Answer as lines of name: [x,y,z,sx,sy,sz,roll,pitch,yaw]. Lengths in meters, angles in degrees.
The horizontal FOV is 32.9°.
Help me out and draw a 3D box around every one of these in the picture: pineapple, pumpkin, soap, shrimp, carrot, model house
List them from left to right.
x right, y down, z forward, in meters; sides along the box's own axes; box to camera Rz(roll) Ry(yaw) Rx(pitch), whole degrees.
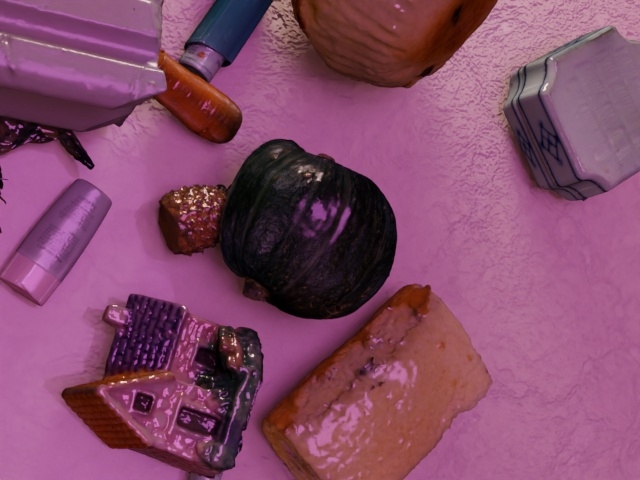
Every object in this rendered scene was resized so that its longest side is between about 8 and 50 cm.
soap: [-0.451,-0.363,1.586,0.435,0.213,0.350,8,77,-24]
shrimp: [-0.443,-0.086,1.635,0.198,0.051,0.262,5,68,-14]
model house: [-0.240,0.213,1.644,0.237,0.202,0.237,23,76,-23]
carrot: [-0.212,-0.230,1.755,0.193,0.087,0.087,35,71,-31]
pineapple: [-0.142,-0.058,1.771,0.251,0.125,0.125,-18,93,-31]
pumpkin: [0.000,0.000,1.732,0.293,0.197,0.263,38,76,-43]

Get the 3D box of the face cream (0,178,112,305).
face cream: [-0.403,0.001,1.669,0.084,0.057,0.198,38,72,-12]

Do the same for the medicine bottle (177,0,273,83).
medicine bottle: [-0.159,-0.386,1.809,0.124,0.079,0.258,36,72,-24]

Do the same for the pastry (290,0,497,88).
pastry: [0.116,-0.448,1.798,0.388,0.388,0.312,-39,76,-23]

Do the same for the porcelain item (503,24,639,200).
porcelain item: [0.509,-0.239,2.070,0.281,0.157,0.286,-31,98,-26]

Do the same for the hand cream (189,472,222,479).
hand cream: [-0.167,0.326,1.750,0.050,0.078,0.205,14,78,18]

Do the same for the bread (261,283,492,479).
bread: [0.099,0.263,1.823,0.375,0.165,0.236,-39,106,-24]
